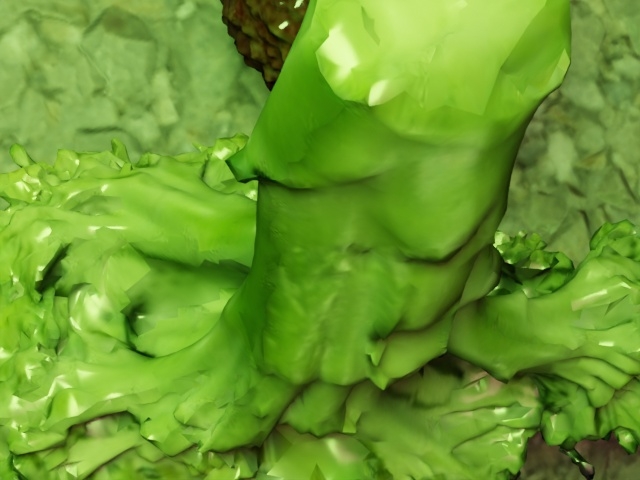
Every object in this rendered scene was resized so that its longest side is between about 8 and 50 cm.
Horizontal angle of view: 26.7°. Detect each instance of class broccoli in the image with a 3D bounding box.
[{"bbox_3d":[-0.030,0.019,0.615,0.353,0.397,0.275,-33,70,10],"label":"broccoli"}]

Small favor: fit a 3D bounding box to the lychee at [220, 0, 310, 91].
[{"bbox_3d":[0.045,-0.133,0.749,0.188,0.188,0.188,1,86,-18],"label":"lychee"}]
